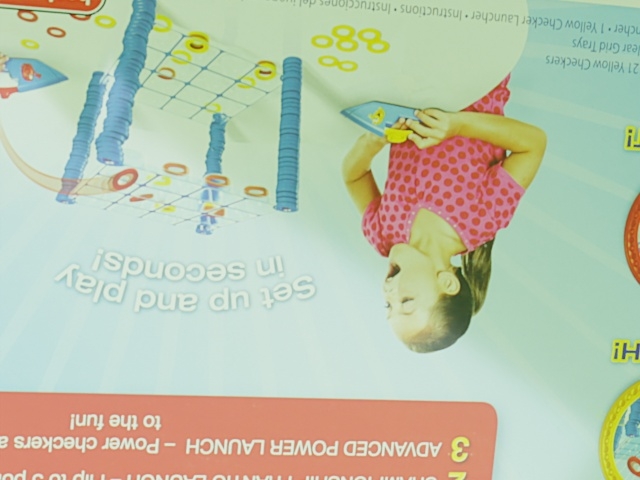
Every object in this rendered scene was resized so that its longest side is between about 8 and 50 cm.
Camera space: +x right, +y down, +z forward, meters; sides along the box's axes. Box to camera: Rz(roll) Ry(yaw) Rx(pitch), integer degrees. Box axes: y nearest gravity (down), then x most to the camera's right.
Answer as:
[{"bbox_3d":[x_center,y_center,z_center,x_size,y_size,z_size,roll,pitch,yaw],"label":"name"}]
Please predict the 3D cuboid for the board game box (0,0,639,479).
[{"bbox_3d":[0.000,0.000,0.505,0.308,0.086,0.302,3,98,-17],"label":"board game box"}]
